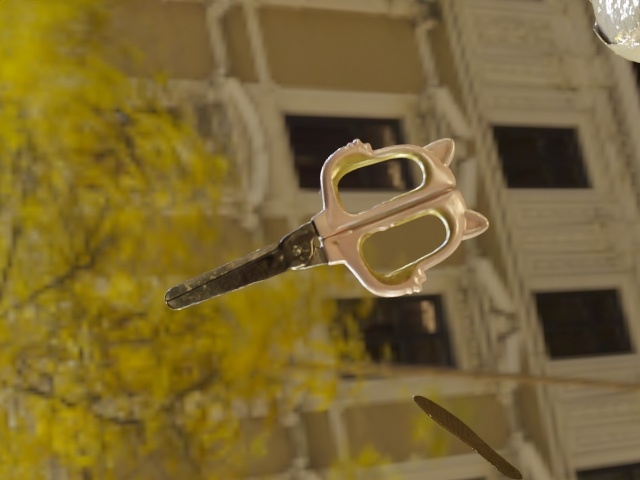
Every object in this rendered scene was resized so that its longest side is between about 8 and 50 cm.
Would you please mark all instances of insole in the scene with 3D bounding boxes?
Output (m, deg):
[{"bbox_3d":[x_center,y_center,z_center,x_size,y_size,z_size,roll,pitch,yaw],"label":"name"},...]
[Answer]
[{"bbox_3d":[0.139,0.185,1.558,0.135,0.045,0.002,39,-71,33],"label":"insole"}]

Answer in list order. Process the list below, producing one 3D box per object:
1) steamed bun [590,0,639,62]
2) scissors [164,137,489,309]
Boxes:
[{"bbox_3d":[0.282,-0.234,1.214,0.228,0.130,0.177,105,-19,-55],"label":"steamed bun"},{"bbox_3d":[0.000,0.000,1.569,0.024,0.317,0.160,122,-53,-77],"label":"scissors"}]
